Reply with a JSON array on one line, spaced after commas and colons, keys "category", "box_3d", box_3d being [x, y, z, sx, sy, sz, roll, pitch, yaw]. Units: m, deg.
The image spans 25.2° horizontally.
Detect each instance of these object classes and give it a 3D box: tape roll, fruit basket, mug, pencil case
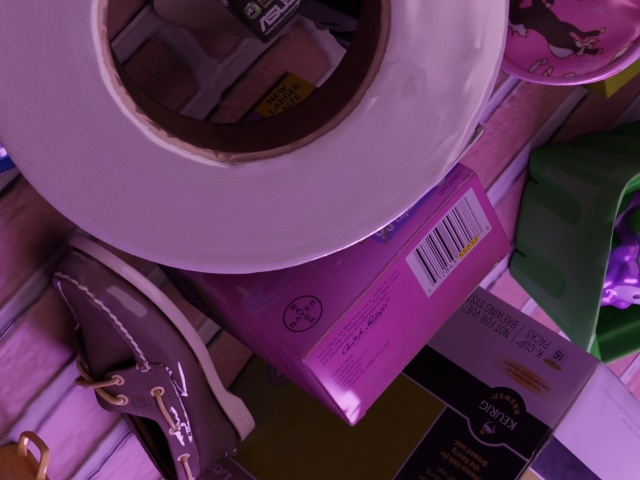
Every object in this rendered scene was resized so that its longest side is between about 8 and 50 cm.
[{"category": "tape roll", "box_3d": [-0.056, -0.163, 1.023, 0.392, 0.072, 0.392, -5, 115, -11]}, {"category": "fruit basket", "box_3d": [0.452, -0.007, 1.608, 0.392, 0.392, 0.283, -16, 125, -38]}, {"category": "mug", "box_3d": [-0.265, 0.216, 1.259, 0.062, 0.064, 0.078, -28, 131, -30]}, {"category": "pencil case", "box_3d": [0.234, -0.221, 1.288, 0.167, 0.160, 0.386, -40, 178, 15]}]

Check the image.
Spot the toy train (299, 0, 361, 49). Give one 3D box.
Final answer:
[{"category": "toy train", "box_3d": [0.077, -0.315, 1.180, 0.334, 0.142, 0.190, -64, 158, 10]}]

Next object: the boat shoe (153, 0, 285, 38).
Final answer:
[{"category": "boat shoe", "box_3d": [-0.086, -0.202, 1.194, 0.137, 0.049, 0.043, 5, 68, -44]}]

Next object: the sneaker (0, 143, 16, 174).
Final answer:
[{"category": "sneaker", "box_3d": [-0.262, -0.084, 1.084, 0.209, 0.069, 0.082, -30, 106, -21]}]

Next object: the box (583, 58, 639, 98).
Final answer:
[{"category": "box", "box_3d": [0.328, -0.258, 1.570, 0.109, 0.042, 0.178, -39, 136, -22]}]

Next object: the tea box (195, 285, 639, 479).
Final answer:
[{"category": "tea box", "box_3d": [0.100, 0.209, 1.416, 0.323, 0.329, 0.220, -52, 140, -5]}]

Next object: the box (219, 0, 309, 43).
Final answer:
[{"category": "box", "box_3d": [-0.040, -0.272, 1.042, 0.190, 0.045, 0.184, -44, 111, 9]}]

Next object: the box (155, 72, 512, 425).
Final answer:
[{"category": "box", "box_3d": [0.000, 0.000, 1.250, 0.213, 0.243, 0.117, -46, 138, -12]}]

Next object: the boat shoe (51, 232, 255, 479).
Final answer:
[{"category": "boat shoe", "box_3d": [-0.158, 0.117, 1.269, 0.097, 0.116, 0.324, -48, 145, -16]}]
